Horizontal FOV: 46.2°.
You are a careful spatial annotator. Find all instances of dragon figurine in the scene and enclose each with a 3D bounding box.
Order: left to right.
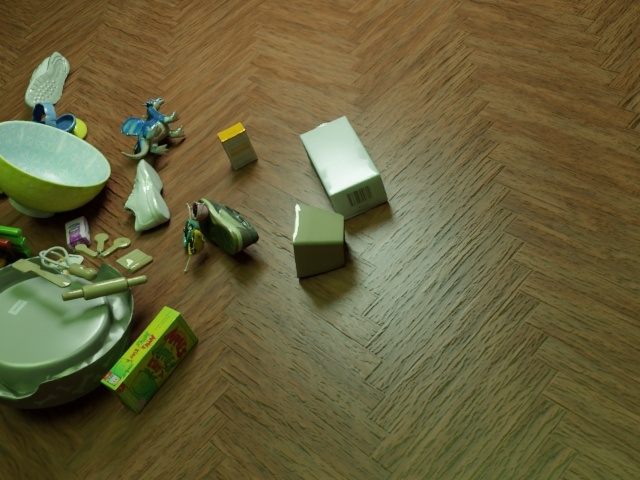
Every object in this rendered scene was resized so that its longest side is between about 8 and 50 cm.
[{"bbox_3d":[-0.441,-0.264,1.881,0.144,0.085,0.289,2,40,26],"label":"dragon figurine"}]

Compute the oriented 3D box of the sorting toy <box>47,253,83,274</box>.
[{"bbox_3d":[-0.580,0.056,1.701,0.083,0.044,0.075,4,32,24],"label":"sorting toy"}]

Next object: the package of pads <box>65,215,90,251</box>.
[{"bbox_3d":[-0.571,-0.016,1.761,0.050,0.032,0.083,-26,45,1],"label":"package of pads"}]

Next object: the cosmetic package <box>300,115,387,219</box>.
[{"bbox_3d":[0.048,-0.159,1.619,0.118,0.085,0.231,-23,44,0],"label":"cosmetic package"}]

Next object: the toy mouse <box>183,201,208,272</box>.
[{"bbox_3d":[-0.268,-0.035,1.614,0.031,0.161,0.143,8,35,-23],"label":"toy mouse"}]

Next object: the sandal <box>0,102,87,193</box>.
[{"bbox_3d":[-0.782,-0.254,1.987,0.126,0.138,0.317,28,66,35],"label":"sandal"}]

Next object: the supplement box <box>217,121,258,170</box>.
[{"bbox_3d":[-0.193,-0.220,1.753,0.062,0.098,0.036,-28,49,-7],"label":"supplement box"}]

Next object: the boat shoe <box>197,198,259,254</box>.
[{"bbox_3d":[-0.201,-0.033,1.611,0.074,0.080,0.223,-9,25,-27],"label":"boat shoe"}]

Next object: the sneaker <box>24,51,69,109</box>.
[{"bbox_3d":[-0.830,-0.463,2.241,0.095,0.090,0.235,-16,41,25],"label":"sneaker"}]

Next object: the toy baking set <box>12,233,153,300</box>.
[{"bbox_3d":[-0.472,0.058,1.509,0.256,0.030,0.197,-16,37,-27],"label":"toy baking set"}]

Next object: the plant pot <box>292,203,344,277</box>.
[{"bbox_3d":[0.000,0.000,1.482,0.096,0.109,0.109,-1,48,4],"label":"plant pot"}]

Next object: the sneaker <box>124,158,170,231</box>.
[{"bbox_3d":[-0.421,-0.106,1.762,0.094,0.080,0.212,-31,46,9],"label":"sneaker"}]

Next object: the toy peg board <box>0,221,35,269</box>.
[{"bbox_3d":[-0.716,0.050,1.679,0.079,0.161,0.160,8,52,9],"label":"toy peg board"}]

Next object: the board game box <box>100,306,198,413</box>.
[{"bbox_3d":[-0.316,0.223,1.404,0.043,0.092,0.181,20,59,34],"label":"board game box"}]

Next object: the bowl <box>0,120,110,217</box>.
[{"bbox_3d":[-0.671,-0.149,1.812,0.156,0.290,0.289,-61,41,24],"label":"bowl"}]

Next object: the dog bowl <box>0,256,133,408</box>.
[{"bbox_3d":[-0.535,0.177,1.466,0.349,0.102,0.348,0,40,0],"label":"dog bowl"}]
